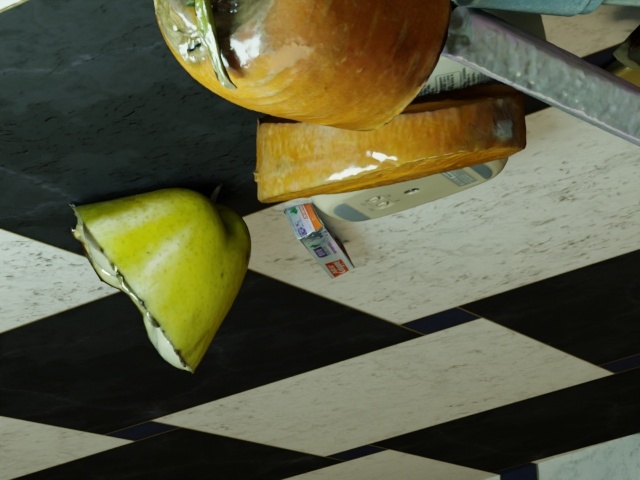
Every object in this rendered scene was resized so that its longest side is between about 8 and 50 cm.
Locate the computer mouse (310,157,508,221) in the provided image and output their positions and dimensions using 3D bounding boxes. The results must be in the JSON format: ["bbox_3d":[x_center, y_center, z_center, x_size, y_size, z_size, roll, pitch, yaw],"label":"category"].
[{"bbox_3d":[0.098,-0.091,1.981,0.236,0.082,0.145,-20,159,22],"label":"computer mouse"}]

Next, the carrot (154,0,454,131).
[{"bbox_3d":[-0.023,-0.197,1.418,0.331,0.193,0.214,16,-172,-45],"label":"carrot"}]

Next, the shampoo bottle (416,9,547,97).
[{"bbox_3d":[0.091,-0.180,1.719,0.257,0.078,0.127,-12,176,0],"label":"shampoo bottle"}]

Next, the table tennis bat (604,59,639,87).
[{"bbox_3d":[0.459,-0.184,1.955,0.321,0.050,0.198,-12,156,9],"label":"table tennis bat"}]

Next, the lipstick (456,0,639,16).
[{"bbox_3d":[0.255,-0.244,1.650,0.274,0.061,0.068,-1,157,-26],"label":"lipstick"}]

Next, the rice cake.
[{"bbox_3d":[0.261,-0.140,1.674,0.365,0.056,0.072,23,-172,-20],"label":"rice cake"}]

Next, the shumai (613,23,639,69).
[{"bbox_3d":[0.469,-0.182,1.798,0.283,0.217,0.346,36,149,-3],"label":"shumai"}]

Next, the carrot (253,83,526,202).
[{"bbox_3d":[0.071,-0.105,1.766,0.258,0.100,0.307,-15,-176,-42],"label":"carrot"}]

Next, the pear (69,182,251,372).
[{"bbox_3d":[-0.165,0.023,2.054,0.178,0.267,0.267,-33,164,-9],"label":"pear"}]

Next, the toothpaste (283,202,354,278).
[{"bbox_3d":[0.000,0.000,2.263,0.040,0.047,0.196,-27,159,4],"label":"toothpaste"}]
